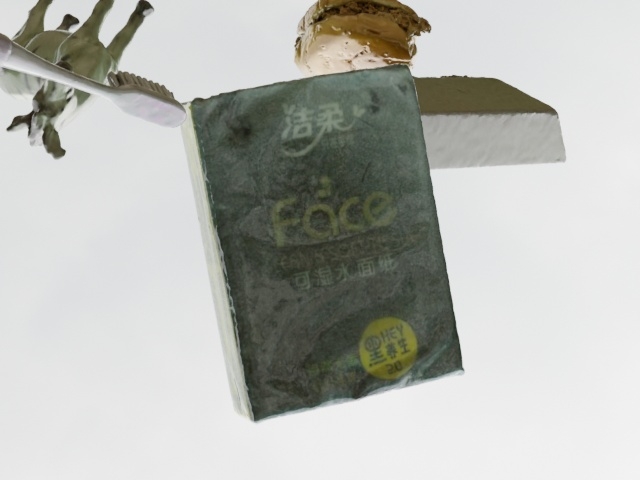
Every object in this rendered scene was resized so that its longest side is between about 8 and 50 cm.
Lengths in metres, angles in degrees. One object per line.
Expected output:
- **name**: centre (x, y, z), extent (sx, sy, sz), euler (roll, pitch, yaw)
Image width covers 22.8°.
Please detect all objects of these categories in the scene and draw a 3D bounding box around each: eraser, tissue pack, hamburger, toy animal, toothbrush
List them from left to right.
- **toothbrush**: centre (-0.222, -0.128, 0.952), extent (0.354, 0.024, 0.029), euler (17, -149, -41)
- **toy animal**: centre (-0.218, -0.143, 1.302), extent (0.217, 0.073, 0.176), euler (6, -125, 54)
- **tissue pack**: centre (0.000, 0.000, 1.264), extent (0.185, 0.257, 0.081), euler (-12, -176, -17)
- **hamburger**: centre (0.046, -0.230, 1.845), extent (0.138, 0.147, 0.083), euler (13, -117, -27)
- **eraser**: centre (0.143, -0.133, 1.806), extent (0.352, 0.077, 0.111), euler (-5, -150, -43)
